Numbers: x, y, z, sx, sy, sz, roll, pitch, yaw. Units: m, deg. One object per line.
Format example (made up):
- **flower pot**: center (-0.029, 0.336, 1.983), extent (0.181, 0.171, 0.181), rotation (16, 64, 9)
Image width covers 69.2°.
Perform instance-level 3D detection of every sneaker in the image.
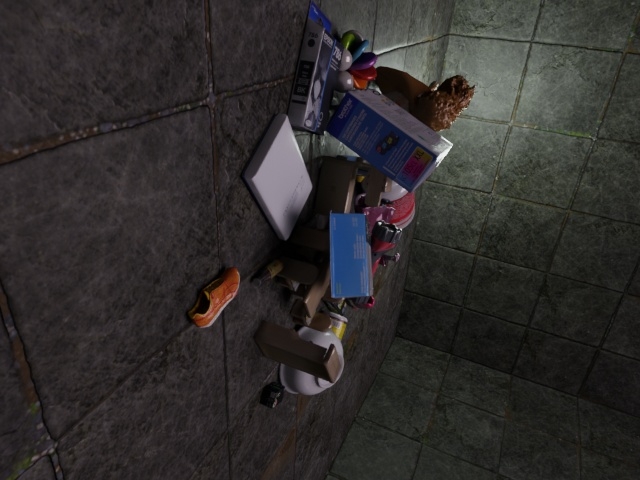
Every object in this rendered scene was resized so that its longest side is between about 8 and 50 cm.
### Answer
- **sneaker**: center (0.128, 0.158, 1.927), extent (0.121, 0.112, 0.299), rotation (-46, 114, -29)
- **sneaker**: center (-0.250, 0.128, 1.117), extent (0.175, 0.064, 0.067), rotation (-62, 147, -37)

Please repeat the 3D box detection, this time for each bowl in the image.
- **bowl**: center (-0.005, 0.470, 1.772), extent (0.298, 0.134, 0.298), rotation (-20, 119, -42)

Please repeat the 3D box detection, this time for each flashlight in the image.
- **flashlight**: center (0.190, 0.082, 1.656), extent (0.103, 0.103, 0.304), rotation (-29, 141, -63)

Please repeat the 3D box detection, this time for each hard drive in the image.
- **hard drive**: center (-0.109, -0.166, 1.301), extent (0.319, 0.040, 0.210), rotation (68, 42, -60)

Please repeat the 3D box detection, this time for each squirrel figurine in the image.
- **squirrel figurine**: center (0.421, -0.549, 1.906), extent (0.370, 0.397, 0.281), rotation (-22, 121, -55)

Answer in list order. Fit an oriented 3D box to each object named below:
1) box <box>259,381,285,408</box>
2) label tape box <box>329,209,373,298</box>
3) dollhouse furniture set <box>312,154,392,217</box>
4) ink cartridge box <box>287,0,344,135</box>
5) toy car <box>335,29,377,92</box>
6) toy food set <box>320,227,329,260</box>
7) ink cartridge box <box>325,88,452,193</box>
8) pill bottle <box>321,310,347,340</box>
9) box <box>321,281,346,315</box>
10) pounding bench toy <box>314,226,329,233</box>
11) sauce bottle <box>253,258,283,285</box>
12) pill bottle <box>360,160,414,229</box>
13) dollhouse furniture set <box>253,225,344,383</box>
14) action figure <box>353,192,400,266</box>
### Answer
- **box**: center (-0.169, 0.549, 1.650), extent (0.083, 0.052, 0.062), rotation (6, 100, -70)
- **label tape box**: center (0.098, 0.051, 1.434), extent (0.347, 0.115, 0.249), rotation (40, 48, -81)
- **dollhouse furniture set**: center (0.164, -0.181, 1.655), extent (0.303, 0.286, 0.198), rotation (-13, 118, -55)
- **ink cartridge box**: center (-0.007, -0.477, 1.315), extent (0.165, 0.065, 0.333), rotation (-10, 113, -67)
- **toy car**: center (0.113, -0.557, 1.459), extent (0.182, 0.136, 0.159), rotation (81, 32, -49)
- **toy food set**: center (0.042, 0.012, 1.788), extent (0.128, 0.071, 0.218), rotation (107, 1, -54)
- **ink cartridge box**: center (0.198, -0.344, 1.467), extent (0.151, 0.395, 0.270), rotation (-54, 171, 29)
- **pill bottle**: center (0.030, 0.418, 1.985), extent (0.117, 0.117, 0.215), rotation (49, 59, -66)
- **box**: center (0.100, 0.182, 2.081), extent (0.216, 0.060, 0.270), rotation (63, 46, -62)
- **pounding bench toy**: center (0.000, 0.000, 1.662), extent (0.052, 0.065, 0.083), rotation (77, 24, -51)
- **sauce bottle**: center (-0.155, 0.097, 1.372), extent (0.128, 0.042, 0.042), rotation (-44, 144, -55)
- **pill bottle**: center (0.301, -0.228, 2.065), extent (0.408, 0.229, 0.229), rotation (68, 42, -60)
- **dollhouse furniture set**: center (-0.006, 0.225, 1.548), extent (0.362, 0.256, 0.394), rotation (77, 35, -53)
- **action figure**: center (0.152, 0.005, 1.819), extent (0.248, 0.276, 0.370), rotation (10, 105, -25)
